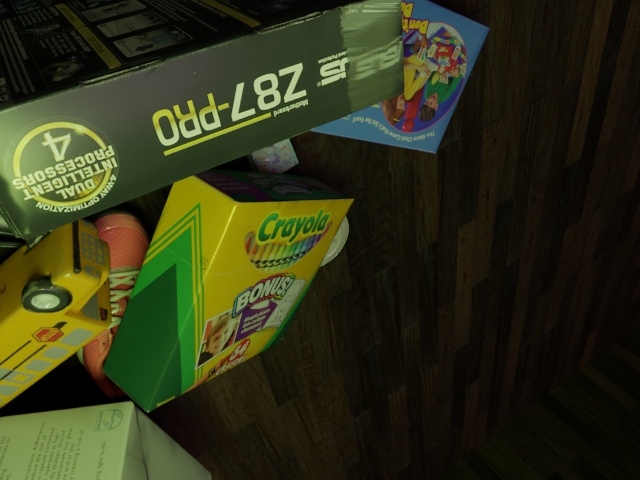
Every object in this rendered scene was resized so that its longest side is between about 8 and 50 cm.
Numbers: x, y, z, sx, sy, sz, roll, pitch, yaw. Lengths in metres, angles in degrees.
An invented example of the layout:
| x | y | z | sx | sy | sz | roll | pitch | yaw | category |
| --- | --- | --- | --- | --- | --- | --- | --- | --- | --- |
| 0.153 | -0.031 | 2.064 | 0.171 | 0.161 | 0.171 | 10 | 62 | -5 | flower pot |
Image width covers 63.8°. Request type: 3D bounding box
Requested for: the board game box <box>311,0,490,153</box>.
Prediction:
| x | y | z | sx | sy | sz | roll | pitch | yaw | category |
| --- | --- | --- | --- | --- | --- | --- | --- | --- | --- |
| 0.096 | -0.283 | 0.839 | 0.347 | 0.078 | 0.233 | 2 | 119 | -37 | board game box |

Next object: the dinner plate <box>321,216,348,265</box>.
| x | y | z | sx | sy | sz | roll | pitch | yaw | category |
| --- | --- | --- | --- | --- | --- | --- | --- | --- | --- |
| 0.000 | 0.000 | 1.017 | 0.141 | 0.017 | 0.141 | -21 | 132 | -25 | dinner plate |

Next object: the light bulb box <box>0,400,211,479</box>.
| x | y | z | sx | sy | sz | roll | pitch | yaw | category |
| --- | --- | --- | --- | --- | --- | --- | --- | --- | --- |
| -0.390 | 0.423 | 0.753 | 0.361 | 0.225 | 0.358 | -8 | 140 | 4 | light bulb box |

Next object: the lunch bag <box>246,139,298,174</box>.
| x | y | z | sx | sy | sz | roll | pitch | yaw | category |
| --- | --- | --- | --- | --- | --- | --- | --- | --- | --- |
| -0.083 | -0.144 | 0.825 | 0.071 | 0.053 | 0.083 | -35 | 131 | -16 | lunch bag |

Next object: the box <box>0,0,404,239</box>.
| x | y | z | sx | sy | sz | roll | pitch | yaw | category |
| --- | --- | --- | --- | --- | --- | --- | --- | --- | --- |
| -0.165 | -0.186 | 0.491 | 0.318 | 0.395 | 0.097 | -27 | 131 | -20 | box |

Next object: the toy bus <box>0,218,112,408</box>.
| x | y | z | sx | sy | sz | roll | pitch | yaw | category |
| --- | --- | --- | --- | --- | --- | --- | --- | --- | --- |
| -0.392 | 0.109 | 0.670 | 0.332 | 0.108 | 0.130 | -35 | 140 | 15 | toy bus |

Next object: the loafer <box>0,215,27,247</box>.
| x | y | z | sx | sy | sz | roll | pitch | yaw | category |
| --- | --- | --- | --- | --- | --- | --- | --- | --- | --- |
| -0.422 | -0.030 | 0.637 | 0.223 | 0.078 | 0.076 | 8 | 114 | -40 | loafer |

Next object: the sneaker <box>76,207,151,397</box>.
| x | y | z | sx | sy | sz | roll | pitch | yaw | category |
| --- | --- | --- | --- | --- | --- | --- | --- | --- | --- |
| -0.301 | 0.105 | 0.783 | 0.116 | 0.136 | 0.314 | -6 | 123 | -34 | sneaker |

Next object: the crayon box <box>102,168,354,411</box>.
| x | y | z | sx | sy | sz | roll | pitch | yaw | category |
| --- | --- | --- | --- | --- | --- | --- | --- | --- | --- |
| -0.118 | 0.052 | 0.799 | 0.313 | 0.106 | 0.363 | -63 | 161 | 17 | crayon box |
